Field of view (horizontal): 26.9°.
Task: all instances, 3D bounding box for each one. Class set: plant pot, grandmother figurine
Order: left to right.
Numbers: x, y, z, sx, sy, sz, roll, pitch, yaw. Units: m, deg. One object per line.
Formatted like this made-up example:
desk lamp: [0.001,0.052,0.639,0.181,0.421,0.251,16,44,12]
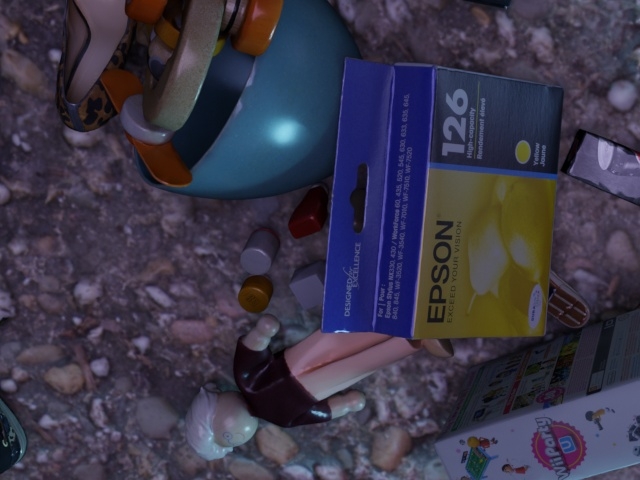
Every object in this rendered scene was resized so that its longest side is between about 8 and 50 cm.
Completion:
plant pot: [-0.056,-0.167,1.516,0.195,0.290,0.290,20,101,-29]
grandmother figurine: [-0.023,0.163,1.620,0.342,0.104,0.208,-31,118,16]

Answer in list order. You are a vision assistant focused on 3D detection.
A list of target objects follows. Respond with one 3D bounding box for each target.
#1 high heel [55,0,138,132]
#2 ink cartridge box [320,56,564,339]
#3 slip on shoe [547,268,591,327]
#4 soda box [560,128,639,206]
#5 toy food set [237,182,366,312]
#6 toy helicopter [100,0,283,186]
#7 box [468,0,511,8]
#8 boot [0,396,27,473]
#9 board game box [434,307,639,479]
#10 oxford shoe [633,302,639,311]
high heel: [-0.260,-0.257,1.530,0.093,0.186,0.261,1,100,2]
ink cartridge box: [0.147,-0.041,1.509,0.307,0.072,0.304,1,95,-42]
slip on shoe: [0.276,0.056,1.641,0.135,0.041,0.051,37,106,14]
soda box: [0.379,-0.075,1.607,0.169,0.053,0.060,22,100,-2]
toy food set: [0.000,0.000,1.629,0.232,0.104,0.111,-23,113,24]
toy helicopter: [-0.159,-0.203,1.422,0.140,0.355,0.235,14,104,-17]
box: [0.164,-0.363,1.502,0.147,0.077,0.180,12,143,0]
boot: [-0.457,0.203,1.620,0.085,0.178,0.236,-35,98,7]
board game box: [0.303,0.181,1.532,0.303,0.224,0.097,-21,100,23]
oxford shoe: [0.420,0.104,1.626,0.076,0.076,0.212,19,101,-3]
